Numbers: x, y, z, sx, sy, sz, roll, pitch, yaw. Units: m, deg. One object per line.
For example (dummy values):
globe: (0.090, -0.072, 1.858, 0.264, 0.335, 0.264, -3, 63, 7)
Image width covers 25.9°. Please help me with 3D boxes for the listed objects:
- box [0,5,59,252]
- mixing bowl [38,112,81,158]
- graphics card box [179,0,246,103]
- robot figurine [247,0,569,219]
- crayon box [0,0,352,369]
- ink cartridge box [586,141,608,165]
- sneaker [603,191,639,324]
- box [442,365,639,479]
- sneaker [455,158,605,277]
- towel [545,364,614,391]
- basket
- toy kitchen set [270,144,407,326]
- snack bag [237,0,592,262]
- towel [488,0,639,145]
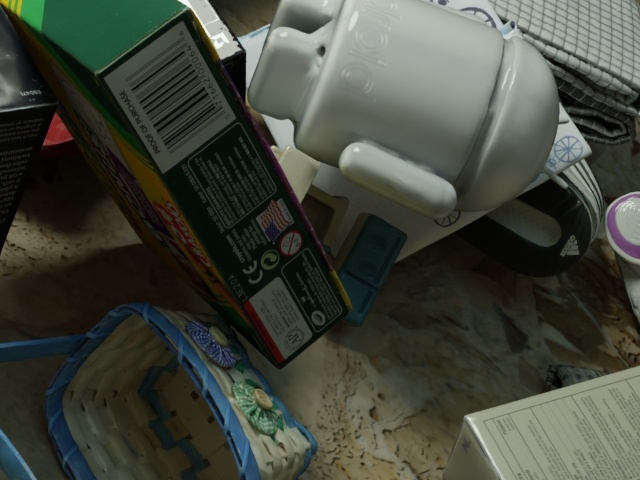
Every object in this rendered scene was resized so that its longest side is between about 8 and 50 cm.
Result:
box: (-0.415, -0.123, 1.296, 0.183, 0.294, 0.296, -13, 59, -38)
mixing bowl: (-0.293, -0.159, 1.530, 0.181, 0.098, 0.181, 0, 64, 1)
graphics card box: (-0.210, -0.260, 1.592, 0.094, 0.233, 0.371, -27, 66, -18)
robot figurine: (0.105, -0.152, 1.501, 0.354, 0.199, 0.300, 19, 54, -6)
crayon box: (-0.151, -0.090, 1.317, 0.106, 0.363, 0.313, -38, 38, -13)
ink cartridge box: (0.268, -0.312, 1.994, 0.308, 0.091, 0.385, 19, 56, -14)
sneaker: (0.453, 0.084, 1.745, 0.152, 0.114, 0.305, 54, 18, -54)
box: (0.303, 0.233, 1.469, 0.311, 0.121, 0.148, -12, 53, -20)
sneaker: (0.167, -0.122, 1.794, 0.447, 0.169, 0.257, 35, 22, 11)
towel: (0.426, 0.300, 1.608, 0.312, 0.056, 0.324, 12, 44, -26)
basket: (-0.164, 0.177, 1.239, 0.289, 0.201, 0.254, -15, 61, -51)
toy kitchen set: (0.000, 0.000, 1.483, 0.207, 0.166, 0.122, 30, 84, -18)
snack bag: (0.098, -0.167, 1.643, 0.323, 0.037, 0.342, -28, 79, 2)
towel: (0.298, -0.266, 1.837, 0.284, 0.121, 0.235, 24, 41, -12)
